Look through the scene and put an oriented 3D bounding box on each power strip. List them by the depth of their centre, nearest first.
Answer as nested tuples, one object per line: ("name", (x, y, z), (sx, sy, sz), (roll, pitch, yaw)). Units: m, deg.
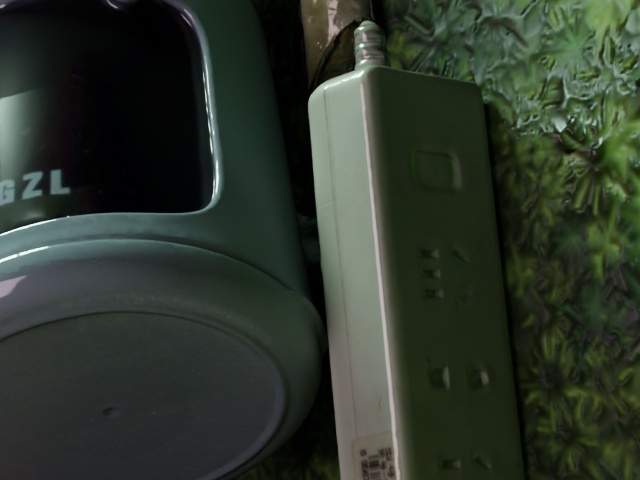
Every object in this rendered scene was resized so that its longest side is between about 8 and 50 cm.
("power strip", (0.052, 0.040, 0.940), (0.058, 0.098, 0.338), (-19, 72, 48))

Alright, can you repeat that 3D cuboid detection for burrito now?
("burrito", (0.007, -0.159, 1.061), (0.055, 0.041, 0.149), (-18, 76, 63))

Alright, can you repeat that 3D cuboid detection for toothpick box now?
("toothpick box", (-0.132, -0.034, 1.055), (0.263, 0.263, 0.354), (-47, 38, 38))

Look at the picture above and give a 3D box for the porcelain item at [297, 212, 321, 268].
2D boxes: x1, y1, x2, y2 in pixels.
("porcelain item", (0.000, 0.000, 1.065), (0.083, 0.028, 0.036), (-7, 65, 52))
